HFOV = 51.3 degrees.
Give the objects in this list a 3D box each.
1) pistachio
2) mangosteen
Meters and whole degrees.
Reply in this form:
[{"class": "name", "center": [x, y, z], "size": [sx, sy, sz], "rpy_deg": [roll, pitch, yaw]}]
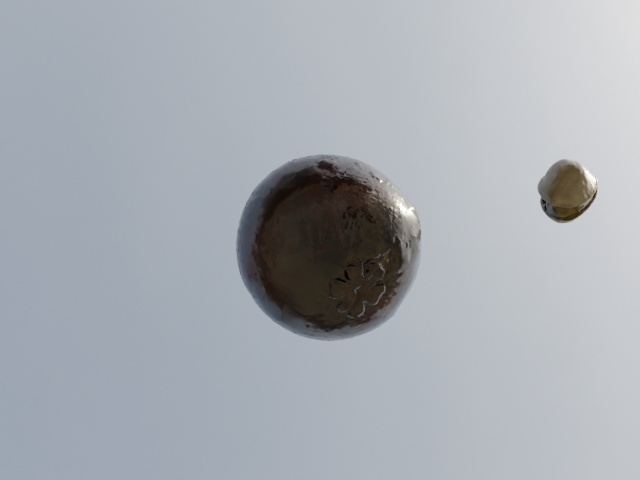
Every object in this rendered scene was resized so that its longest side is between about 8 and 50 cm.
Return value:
[{"class": "pistachio", "center": [0.484, -0.095, 1.310], "size": [0.113, 0.149, 0.113], "rpy_deg": [12, -42, 11]}, {"class": "mangosteen", "center": [0.013, 0.004, 1.045], "size": [0.297, 0.293, 0.297], "rpy_deg": [0, -62, 0]}]
